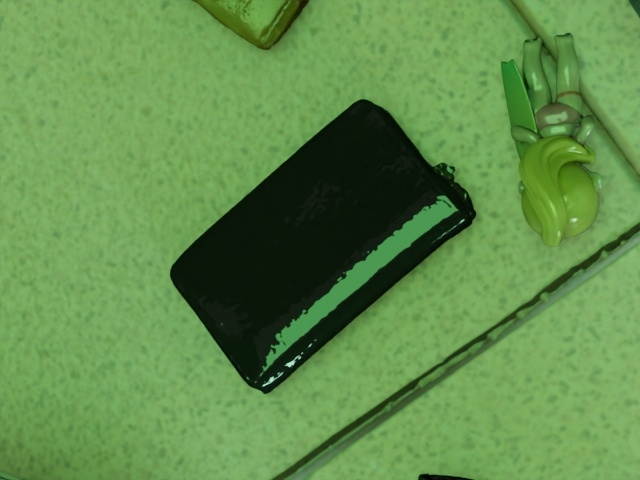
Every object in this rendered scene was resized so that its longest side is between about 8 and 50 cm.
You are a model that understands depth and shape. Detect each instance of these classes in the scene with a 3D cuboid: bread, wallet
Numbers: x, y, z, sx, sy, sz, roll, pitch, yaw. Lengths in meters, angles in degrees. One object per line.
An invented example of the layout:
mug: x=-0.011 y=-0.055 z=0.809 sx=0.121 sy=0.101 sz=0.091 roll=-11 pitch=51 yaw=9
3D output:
bread: x=-0.075 y=-0.222 z=1.463 sx=0.132 sy=0.053 sz=0.074 roll=39 pitch=95 yaw=12
wallet: x=0.000 y=0.000 z=1.434 sx=0.250 sy=0.044 sz=0.149 roll=-42 pitch=73 yaw=7

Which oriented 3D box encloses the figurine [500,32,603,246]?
figurine: x=0.186 y=-0.082 z=1.383 sx=0.083 sy=0.083 sz=0.187 roll=-4 pitch=75 yaw=13

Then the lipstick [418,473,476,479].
lipstick: x=0.094 y=0.309 z=1.379 sx=0.053 sy=0.053 sz=0.234 roll=6 pitch=88 yaw=14

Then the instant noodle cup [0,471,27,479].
instant noodle cup: x=-0.282 y=0.309 z=1.352 sx=0.325 sy=0.325 sz=0.254 roll=18 pitch=80 yaw=14

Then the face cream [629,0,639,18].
face cream: x=0.317 y=-0.234 z=1.319 sx=0.177 sy=0.153 sz=0.177 roll=-1 pitch=86 yaw=12
